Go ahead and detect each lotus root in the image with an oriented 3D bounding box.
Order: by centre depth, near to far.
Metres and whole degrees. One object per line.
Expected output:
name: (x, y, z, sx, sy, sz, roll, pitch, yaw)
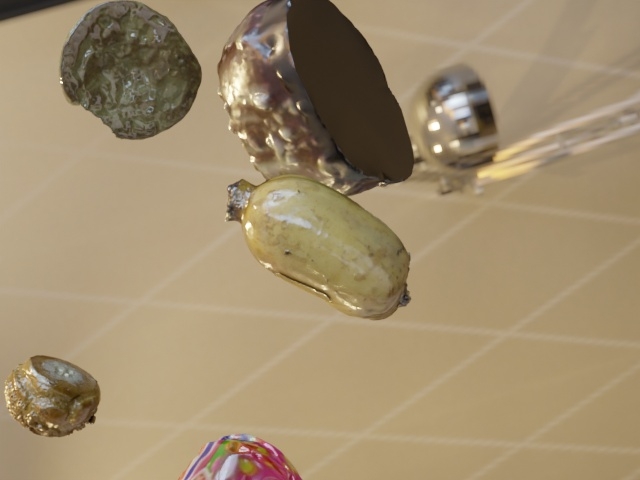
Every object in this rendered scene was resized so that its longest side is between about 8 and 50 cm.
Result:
lotus root: (0.000, 0.000, 1.618, 0.146, 0.284, 0.160, -64, 4, -14)

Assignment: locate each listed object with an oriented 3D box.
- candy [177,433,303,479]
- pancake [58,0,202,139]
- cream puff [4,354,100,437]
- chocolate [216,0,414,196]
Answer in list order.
candy: (0.022, 0.295, 1.083, 0.365, 0.124, 0.124, 28, 152, 28)
pancake: (-0.310, -0.276, 1.984, 0.042, 0.236, 0.222, 37, 110, 64)
cream puff: (-0.397, 0.232, 1.785, 0.144, 0.103, 0.126, 21, -166, -47)
chocolate: (-0.031, -0.200, 1.861, 0.340, 0.210, 0.225, 57, -139, -19)
